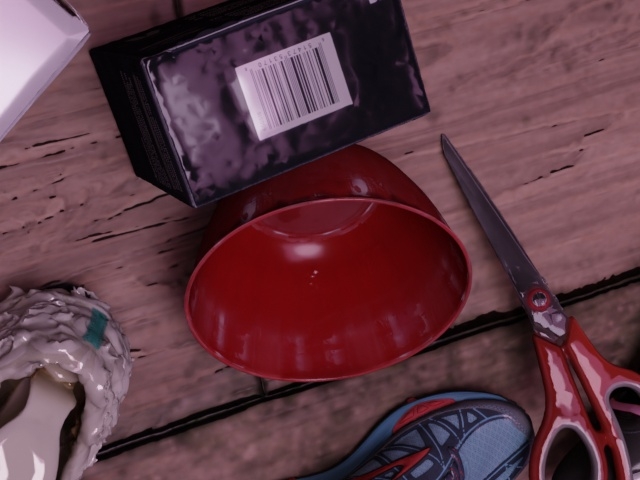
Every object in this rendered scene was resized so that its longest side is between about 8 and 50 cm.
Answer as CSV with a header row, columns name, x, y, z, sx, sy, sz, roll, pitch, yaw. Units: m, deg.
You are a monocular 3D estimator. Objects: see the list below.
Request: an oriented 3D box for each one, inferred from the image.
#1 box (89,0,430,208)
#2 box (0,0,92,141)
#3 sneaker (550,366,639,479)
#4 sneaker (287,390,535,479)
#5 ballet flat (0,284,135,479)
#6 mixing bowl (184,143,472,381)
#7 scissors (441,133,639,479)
name,x,y,z,sx,sy,sz,roll,pitch,yaw
box,-0.041,-0.098,0.792,0.156,0.158,0.093,-23,107,-15
box,-0.268,-0.152,0.655,0.262,0.231,0.127,42,84,-23
sneaker,0.271,0.078,0.985,0.295,0.104,0.147,-31,102,-13
sneaker,0.052,0.200,0.904,0.261,0.125,0.104,-28,109,-14
ballet flat,-0.249,0.209,0.788,0.147,0.147,0.409,30,89,-23
mixing bowl,0.000,0.000,0.842,0.181,0.098,0.181,-5,140,-5
scissors,0.172,0.055,0.927,0.109,0.021,0.297,-15,85,-1
